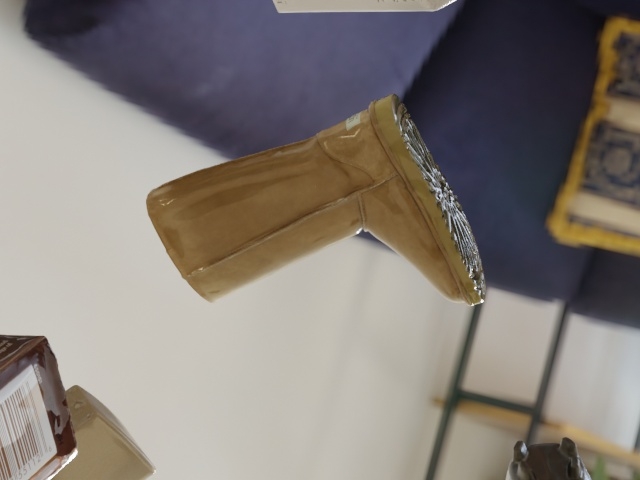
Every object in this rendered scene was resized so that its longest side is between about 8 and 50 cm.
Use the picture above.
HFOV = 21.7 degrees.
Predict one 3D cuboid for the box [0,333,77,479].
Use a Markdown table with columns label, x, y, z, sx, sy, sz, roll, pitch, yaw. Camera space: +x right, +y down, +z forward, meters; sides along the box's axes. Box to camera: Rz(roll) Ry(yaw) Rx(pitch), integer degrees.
| label | x | y | z | sx | sy | sz | roll | pitch | yaw |
| --- | --- | --- | --- | --- | --- | --- | --- | --- | --- |
| box | -0.446 | 0.184 | 1.591 | 0.381 | 0.143 | 0.191 | 2 | -154 | 28 |

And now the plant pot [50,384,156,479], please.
| label | x | y | z | sx | sy | sz | roll | pitch | yaw |
| --- | --- | --- | --- | --- | --- | --- | --- | --- | --- |
| plant pot | -0.262 | 0.224 | 1.821 | 0.109 | 0.109 | 0.096 | 41 | 162 | 53 |

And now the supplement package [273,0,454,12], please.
| label | x | y | z | sx | sy | sz | roll | pitch | yaw |
| --- | --- | --- | --- | --- | --- | --- | --- | --- | --- |
| supplement package | 0.057 | -0.312 | 1.464 | 0.293 | 0.175 | 0.177 | 14 | 133 | 62 |

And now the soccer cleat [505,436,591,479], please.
| label | x | y | z | sx | sy | sz | roll | pitch | yaw |
| --- | --- | --- | --- | --- | --- | --- | --- | --- | --- |
| soccer cleat | 0.254 | 0.334 | 1.747 | 0.116 | 0.143 | 0.331 | -5 | -158 | 6 |

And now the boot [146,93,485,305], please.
| label | x | y | z | sx | sy | sz | roll | pitch | yaw |
| --- | --- | --- | --- | --- | --- | --- | --- | --- | --- |
| boot | 0.000 | 0.000 | 1.637 | 0.269 | 0.236 | 0.089 | -23 | -167 | 19 |
